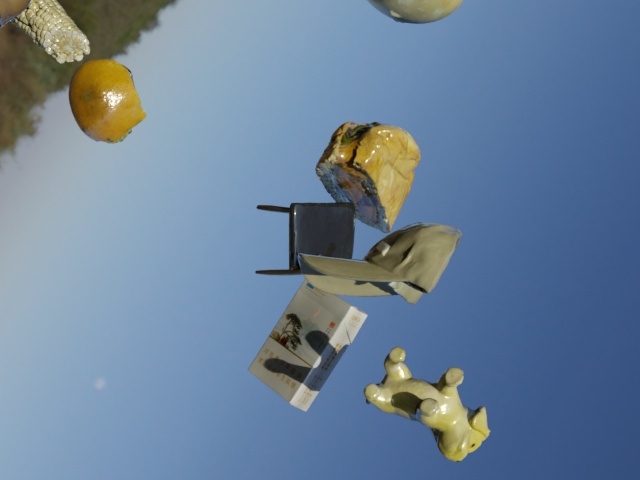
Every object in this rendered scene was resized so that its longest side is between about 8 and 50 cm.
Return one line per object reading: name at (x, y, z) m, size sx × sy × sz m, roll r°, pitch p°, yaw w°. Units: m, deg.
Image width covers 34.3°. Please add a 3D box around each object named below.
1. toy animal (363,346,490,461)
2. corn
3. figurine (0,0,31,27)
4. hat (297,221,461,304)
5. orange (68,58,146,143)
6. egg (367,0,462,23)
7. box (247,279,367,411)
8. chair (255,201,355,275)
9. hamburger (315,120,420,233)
toy animal at (0.186, 0.293, 1.827) m, size 0.121 × 0.233 × 0.169 m, roll -58°, pitch 162°, yaw -27°
corn at (-0.470, -0.370, 1.738) m, size 0.087 × 0.087 × 0.211 m, roll -50°, pitch -122°, yaw 12°
figurine at (-0.443, -0.248, 1.173) m, size 0.173 × 0.177 × 0.247 m, roll -41°, pitch -151°, yaw 35°
hat at (0.074, 0.013, 1.310) m, size 0.144 × 0.173 × 0.166 m, roll -61°, pitch 179°, yaw -11°
orange at (-0.424, -0.273, 2.013) m, size 0.112 × 0.170 × 0.160 m, roll 13°, pitch 100°, yaw -66°
egg at (0.132, -0.413, 1.569) m, size 0.164 × 0.201 × 0.164 m, roll -37°, pitch 149°, yaw -27°
box at (-0.029, 0.208, 2.111) m, size 0.149 × 0.067 × 0.233 m, roll 31°, pitch -92°, yaw 40°
chair at (0.000, 0.000, 2.241) m, size 0.272 × 0.188 × 0.166 m, roll 8°, pitch -82°, yaw 54°
hamburger at (0.121, -0.175, 2.332) m, size 0.162 × 0.330 × 0.209 m, roll 20°, pitch -110°, yaw 28°
